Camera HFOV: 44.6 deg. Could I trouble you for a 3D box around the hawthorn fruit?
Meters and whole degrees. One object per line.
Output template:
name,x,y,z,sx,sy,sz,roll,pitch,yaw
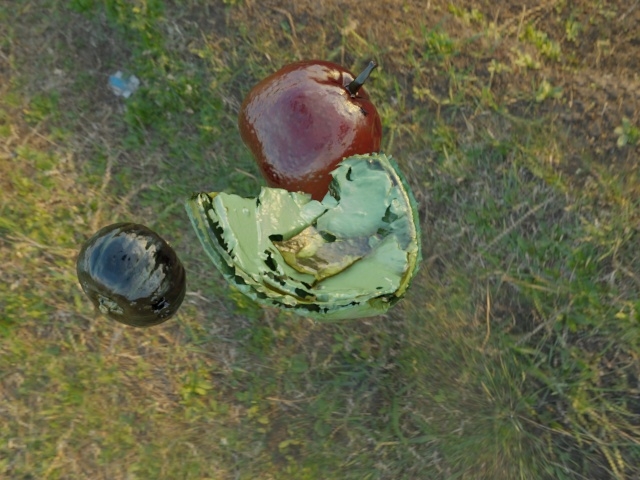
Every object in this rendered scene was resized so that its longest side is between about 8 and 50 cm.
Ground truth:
hawthorn fruit,-0.002,-0.179,1.195,0.266,0.210,0.230,-44,52,45

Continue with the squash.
squash,-0.309,0.057,1.275,0.193,0.193,0.156,14,76,16

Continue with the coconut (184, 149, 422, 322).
coconut,-0.004,0.002,0.452,0.133,0.158,0.055,60,140,34
